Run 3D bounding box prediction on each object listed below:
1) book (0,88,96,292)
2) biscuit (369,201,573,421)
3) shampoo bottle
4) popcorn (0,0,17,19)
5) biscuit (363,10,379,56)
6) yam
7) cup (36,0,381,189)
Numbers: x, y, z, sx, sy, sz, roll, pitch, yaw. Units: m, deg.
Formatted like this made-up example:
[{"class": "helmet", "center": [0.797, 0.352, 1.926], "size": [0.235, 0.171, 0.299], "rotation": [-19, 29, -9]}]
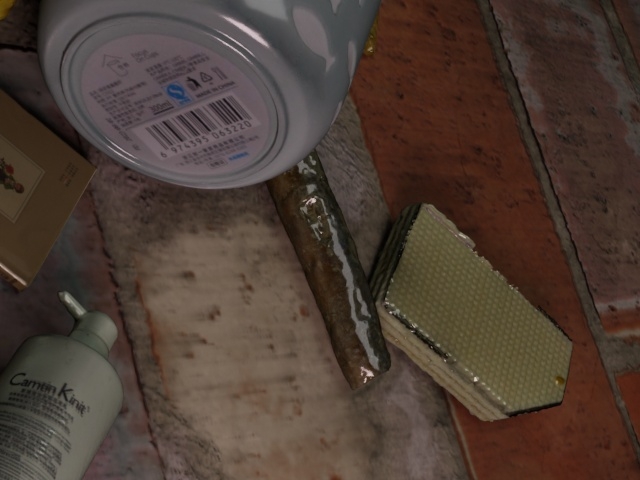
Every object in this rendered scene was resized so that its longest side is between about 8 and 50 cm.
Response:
[{"class": "book", "center": [-0.267, -0.071, 0.956], "size": [0.199, 0.016, 0.138], "rotation": [43, 43, -21]}, {"class": "biscuit", "center": [0.152, 0.089, 1.286], "size": [0.252, 0.052, 0.150], "rotation": [40, 47, -22]}, {"class": "shampoo bottle", "center": [-0.198, 0.145, 0.851], "size": [0.085, 0.085, 0.262], "rotation": [45, 42, -19]}, {"class": "popcorn", "center": [-0.263, -0.243, 0.981], "size": [0.126, 0.126, 0.145], "rotation": [29, 37, -21]}, {"class": "biscuit", "center": [0.029, -0.245, 1.376], "size": [0.083, 0.018, 0.081], "rotation": [30, 49, -32]}, {"class": "yam", "center": [0.000, 0.000, 1.171], "size": [0.061, 0.061, 0.274], "rotation": [-13, 79, -50]}, {"class": "cup", "center": [-0.090, -0.235, 1.007], "size": [0.356, 0.259, 0.274], "rotation": [74, 24, -49]}]
